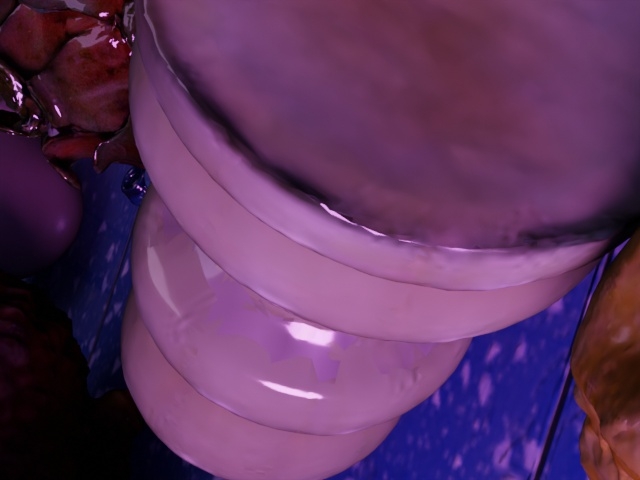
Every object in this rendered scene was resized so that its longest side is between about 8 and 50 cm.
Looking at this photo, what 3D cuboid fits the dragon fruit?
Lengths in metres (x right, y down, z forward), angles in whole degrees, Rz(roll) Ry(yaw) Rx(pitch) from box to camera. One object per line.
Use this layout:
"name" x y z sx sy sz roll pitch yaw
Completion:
"dragon fruit" -0.083 -0.117 0.833 0.182 0.188 0.182 42 141 48

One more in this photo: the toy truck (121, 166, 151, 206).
"toy truck" -0.068 -0.050 0.929 0.073 0.056 0.090 12 71 53

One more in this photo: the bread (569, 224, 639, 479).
"bread" 0.168 -0.007 0.397 0.268 0.130 0.152 -51 -2 34

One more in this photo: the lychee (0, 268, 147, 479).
"lychee" -0.229 0.137 0.909 0.264 0.300 0.264 160 90 -88

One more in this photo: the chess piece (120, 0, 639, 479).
"chess piece" 0.000 0.000 0.602 0.330 0.182 0.182 117 158 -60

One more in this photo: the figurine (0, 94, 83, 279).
"figurine" -0.278 0.024 1.146 0.186 0.176 0.288 22 109 37
